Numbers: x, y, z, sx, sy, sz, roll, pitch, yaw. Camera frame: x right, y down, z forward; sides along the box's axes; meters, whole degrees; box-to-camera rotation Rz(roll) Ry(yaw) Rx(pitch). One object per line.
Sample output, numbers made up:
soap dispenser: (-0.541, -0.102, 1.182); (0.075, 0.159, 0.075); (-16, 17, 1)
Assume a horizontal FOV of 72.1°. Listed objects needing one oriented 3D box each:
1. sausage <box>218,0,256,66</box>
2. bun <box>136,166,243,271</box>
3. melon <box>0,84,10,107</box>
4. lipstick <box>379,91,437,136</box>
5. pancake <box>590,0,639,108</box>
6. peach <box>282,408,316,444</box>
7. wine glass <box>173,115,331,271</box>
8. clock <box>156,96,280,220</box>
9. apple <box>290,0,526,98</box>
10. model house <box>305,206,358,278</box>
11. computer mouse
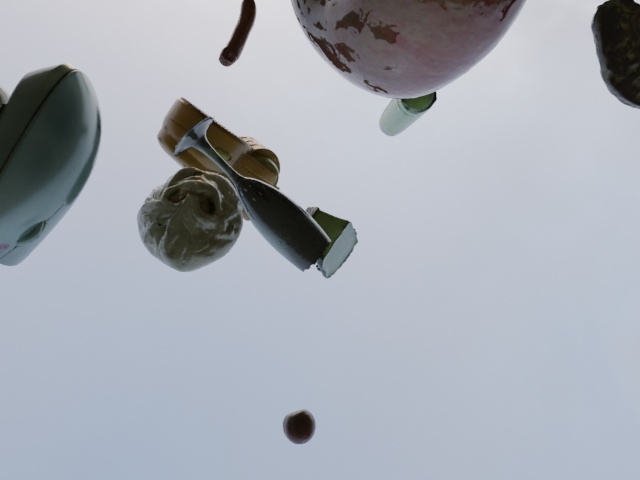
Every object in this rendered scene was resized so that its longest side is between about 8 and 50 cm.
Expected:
sausage: (-0.178, -0.460, 0.972); (0.043, 0.043, 0.186); (19, -109, -10)
bun: (-0.267, -0.054, 0.886); (0.231, 0.133, 0.231); (-5, -116, 9)
melon: (-1.096, -0.394, 1.364); (0.268, 0.330, 0.268); (-7, -132, 8)
lipstick: (0.184, -0.289, 0.975); (0.076, 0.304, 0.076); (0, -84, 0)
pancake: (0.460, -0.299, 0.522); (0.286, 0.288, 0.033); (-13, -153, 1)
peach: (-0.050, 0.451, 1.065); (0.083, 0.083, 0.083); (10, -122, -16)
wine glass: (-0.071, -0.048, 0.499); (0.198, 0.066, 0.066); (44, -125, -7)
clock: (-0.273, -0.227, 1.158); (0.200, 0.317, 0.244); (-54, -135, 1)
apple: (0.099, -0.352, 0.564); (0.269, 0.345, 0.345); (5, -121, -33)
model house: (0.000, 0.000, 1.539); (0.189, 0.214, 0.195); (33, -99, 22)
computer mouse: (-0.371, -0.105, 0.607); (0.097, 0.159, 0.288); (11, -110, -12)
